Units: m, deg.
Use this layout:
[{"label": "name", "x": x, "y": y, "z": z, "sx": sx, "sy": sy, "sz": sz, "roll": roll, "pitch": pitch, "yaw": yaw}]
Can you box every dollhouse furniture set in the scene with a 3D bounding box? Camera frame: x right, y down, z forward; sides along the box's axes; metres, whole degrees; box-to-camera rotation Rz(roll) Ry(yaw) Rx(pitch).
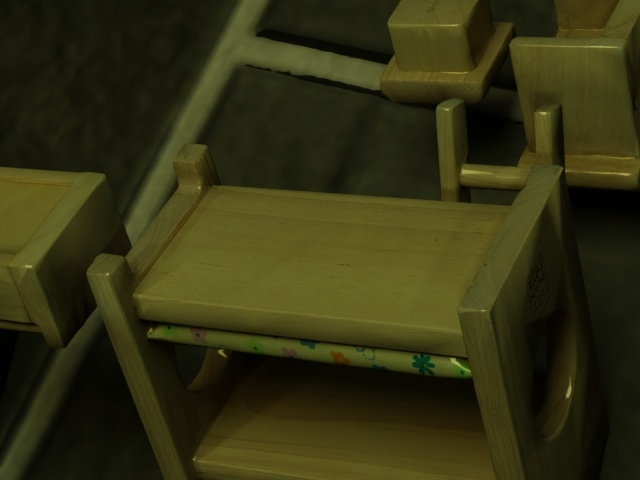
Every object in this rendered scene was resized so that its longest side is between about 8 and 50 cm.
[{"label": "dollhouse furniture set", "x": 0.000, "y": 0.000, "z": 0.535, "sx": 0.182, "sy": 0.101, "sz": 0.161, "roll": 5, "pitch": 40, "yaw": 27}]

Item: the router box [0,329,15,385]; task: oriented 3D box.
[{"label": "router box", "x": -0.199, "y": 0.095, "z": 0.455, "sx": 0.081, "sy": 0.243, "sz": 0.309, "roll": -1, "pitch": 63, "yaw": 23}]
